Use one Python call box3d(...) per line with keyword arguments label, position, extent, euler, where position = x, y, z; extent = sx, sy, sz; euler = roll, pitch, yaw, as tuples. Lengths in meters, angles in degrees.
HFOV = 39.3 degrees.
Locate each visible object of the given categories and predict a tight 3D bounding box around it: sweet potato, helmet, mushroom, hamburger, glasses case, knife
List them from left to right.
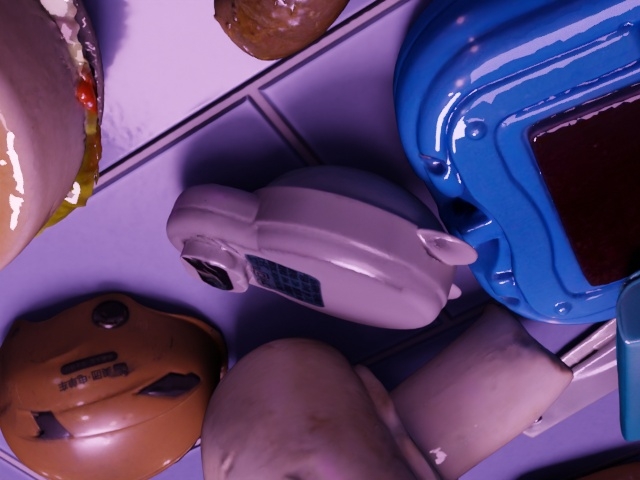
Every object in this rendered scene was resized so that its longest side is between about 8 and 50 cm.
box3d(label="hamburger", position=(-0.289, -0.096, 0.585), extent=(0.301, 0.170, 0.302), euler=(0, 129, 0))
box3d(label="helmet", position=(-0.199, 0.160, 0.846), extent=(0.224, 0.130, 0.198), euler=(-5, 135, -2))
box3d(label="sweet potato", position=(0.041, -0.227, 0.562), extent=(0.285, 0.085, 0.112), euler=(-40, 158, 15))
box3d(label="mushroom", position=(0.064, 0.186, 0.810), extent=(0.336, 0.314, 0.314), euler=(-41, 127, -3))
box3d(label="knife", position=(0.292, 0.115, 0.905), extent=(0.073, 0.041, 0.265), euler=(32, 123, -23))
box3d(label="glasses case", position=(0.313, 0.100, 0.776), extent=(0.117, 0.070, 0.301), euler=(-14, 152, 11))

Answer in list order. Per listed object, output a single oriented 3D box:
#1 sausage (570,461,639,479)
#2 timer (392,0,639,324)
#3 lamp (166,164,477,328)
box3d(label="sausage", position=(0.316, 0.336, 1.048), extent=(0.241, 0.120, 0.136), euler=(-20, 116, 13))
box3d(label="timer", position=(0.235, -0.076, 0.682), extent=(0.308, 0.115, 0.340), euler=(-21, 131, 17))
box3d(label="lamp", position=(0.000, -0.003, 0.724), extent=(0.245, 0.108, 0.179), euler=(11, 158, 6))
